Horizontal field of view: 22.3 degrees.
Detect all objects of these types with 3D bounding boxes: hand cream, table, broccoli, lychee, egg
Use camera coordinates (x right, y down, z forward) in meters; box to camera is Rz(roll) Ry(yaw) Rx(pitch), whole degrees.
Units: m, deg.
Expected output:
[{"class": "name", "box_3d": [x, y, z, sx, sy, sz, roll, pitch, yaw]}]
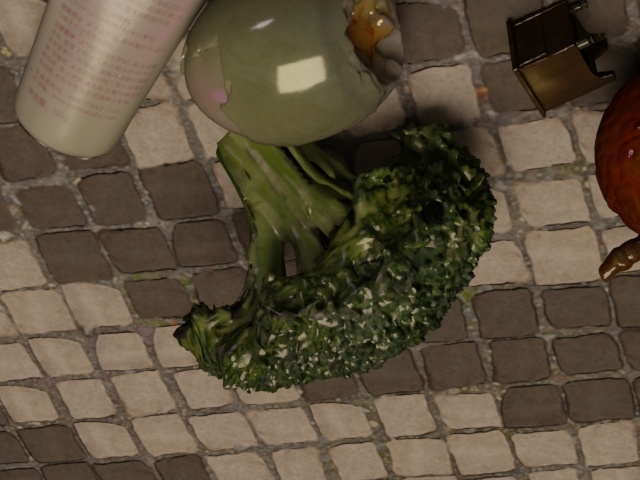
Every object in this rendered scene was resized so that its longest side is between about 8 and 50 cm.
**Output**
[{"class": "hand cream", "box_3d": [-0.201, -0.242, 1.643, 0.185, 0.118, 0.359, 25, 125, -10]}, {"class": "table", "box_3d": [0.240, -0.187, 1.619, 0.082, 0.083, 0.070, -23, 128, 21]}, {"class": "broccoli", "box_3d": [0.015, 0.016, 1.746, 0.375, 0.302, 0.249, -39, 142, 10]}, {"class": "lychee", "box_3d": [0.391, -0.068, 1.592, 0.255, 0.255, 0.300, 24, 101, -12]}, {"class": "egg", "box_3d": [-0.036, -0.184, 1.606, 0.217, 0.183, 0.183, -7, 132, 30]}]
